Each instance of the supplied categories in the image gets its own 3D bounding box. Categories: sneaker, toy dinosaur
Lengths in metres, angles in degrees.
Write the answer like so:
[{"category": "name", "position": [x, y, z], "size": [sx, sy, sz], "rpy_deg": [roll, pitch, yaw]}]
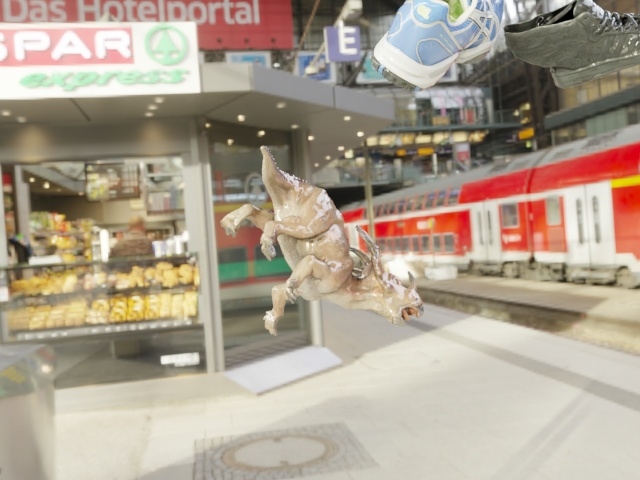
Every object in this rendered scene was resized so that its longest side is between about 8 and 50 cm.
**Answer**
[{"category": "sneaker", "position": [0.128, -0.210, 0.619], "size": [0.211, 0.080, 0.081], "rpy_deg": [-48, -10, -42]}, {"category": "toy dinosaur", "position": [0.000, 0.000, 0.895], "size": [0.200, 0.295, 0.127], "rpy_deg": [-30, 13, -29]}, {"category": "sneaker", "position": [0.283, -0.215, 0.686], "size": [0.170, 0.089, 0.051], "rpy_deg": [-19, 33, 27]}]
